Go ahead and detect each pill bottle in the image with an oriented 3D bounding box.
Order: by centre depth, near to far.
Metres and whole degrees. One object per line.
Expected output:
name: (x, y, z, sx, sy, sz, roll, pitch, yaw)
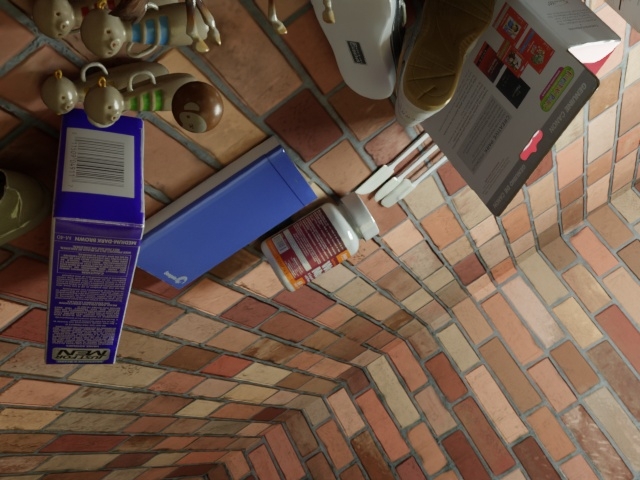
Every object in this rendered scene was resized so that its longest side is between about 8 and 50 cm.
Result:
pill bottle: (0.000, 0.000, 1.311, 0.221, 0.121, 0.121, -31, 155, -1)

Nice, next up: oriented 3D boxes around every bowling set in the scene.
bowling set: (-0.200, -0.195, 0.670, 0.154, 0.200, 0.287, -16, 146, -27)

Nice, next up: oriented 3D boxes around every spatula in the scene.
spatula: (0.199, -0.162, 1.367, 0.242, 0.019, 0.168, -42, 147, 19)

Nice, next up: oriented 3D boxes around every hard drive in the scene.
hard drive: (-0.172, -0.039, 1.145, 0.318, 0.040, 0.210, -33, 155, 3)

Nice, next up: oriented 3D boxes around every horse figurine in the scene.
horse figurine: (-0.082, -0.283, 0.627, 0.263, 0.066, 0.175, -25, 115, -34)

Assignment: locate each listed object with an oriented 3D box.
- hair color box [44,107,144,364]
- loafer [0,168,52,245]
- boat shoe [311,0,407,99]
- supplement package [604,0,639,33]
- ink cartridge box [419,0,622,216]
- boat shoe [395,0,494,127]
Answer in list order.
hair color box: (-0.314, 0.011, 0.889, 0.110, 0.185, 0.339, 6, 141, -22)
loafer: (-0.474, -0.013, 0.805, 0.268, 0.102, 0.092, -36, 154, -13)
boat shoe: (0.067, -0.309, 0.864, 0.301, 0.108, 0.102, 56, 52, -66)
supplement package: (0.597, -0.418, 1.022, 0.177, 0.293, 0.175, -34, 155, 3)
ink cartridge box: (0.321, -0.239, 1.063, 0.130, 0.272, 0.309, -16, 151, -28)
boat shoe: (0.166, -0.279, 0.932, 0.277, 0.098, 0.096, -62, -174, -26)
